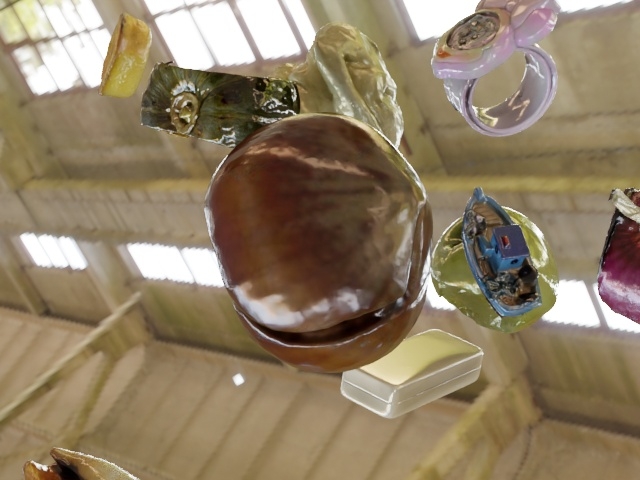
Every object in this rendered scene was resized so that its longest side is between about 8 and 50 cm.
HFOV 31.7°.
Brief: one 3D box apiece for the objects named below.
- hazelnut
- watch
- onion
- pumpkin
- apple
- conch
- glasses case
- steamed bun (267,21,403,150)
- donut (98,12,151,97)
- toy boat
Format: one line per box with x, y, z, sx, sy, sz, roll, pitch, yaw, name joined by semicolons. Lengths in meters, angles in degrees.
0.000;0.000;1.751;0.359;0.409;0.359;-23;165;-6;hazelnut
0.344;-0.330;2.105;0.248;0.217;0.211;-34;-144;4;watch
0.587;0.026;1.798;0.230;0.256;0.272;17;-155;25;onion
-0.167;-0.238;2.020;0.280;0.139;0.190;19;-167;42;pumpkin
0.370;0.059;2.395;0.279;0.279;0.279;-22;-157;10;apple
-0.242;0.349;1.329;0.255;0.127;0.158;31;-141;33;conch
0.195;0.273;2.348;0.144;0.076;0.336;24;-157;36;glasses case
-0.005;-0.234;2.247;0.230;0.325;0.372;-12;161;-37;steamed bun
-0.315;-0.294;1.816;0.152;0.058;0.152;-164;-90;-70;donut
0.274;0.014;1.735;0.100;0.097;0.223;-9;-122;-15;toy boat
